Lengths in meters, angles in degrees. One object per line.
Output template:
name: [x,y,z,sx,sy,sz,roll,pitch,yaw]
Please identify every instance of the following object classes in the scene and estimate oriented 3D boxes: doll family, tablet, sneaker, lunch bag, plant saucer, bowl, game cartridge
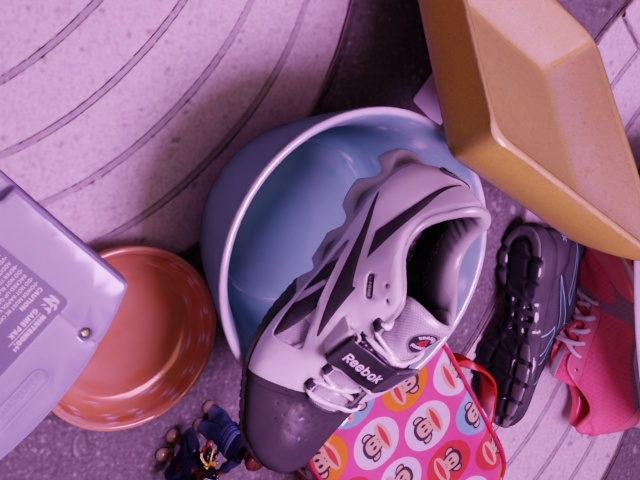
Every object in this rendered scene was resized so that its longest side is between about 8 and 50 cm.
doll family: [-0.125,0.261,1.214,0.076,0.111,0.193,11,101,-36]
tablet: [0.144,-0.176,1.288,0.054,0.006,0.083,41,84,-37]
sneaker: [0.040,0.081,1.033,0.122,0.146,0.330,23,96,-38]
lunch bag: [0.101,0.232,1.346,0.258,0.120,0.293,-38,124,-16]
plant saucer: [-0.202,0.096,1.147,0.200,0.037,0.200,-13,115,-29]
sneaker: [0.272,0.111,1.425,0.106,0.101,0.267,1,108,-36]
sneaker: [0.364,0.131,1.487,0.136,0.116,0.313,-18,112,-5]
bowl: [0.000,0.000,1.163,0.312,0.163,0.311,-12,113,-29]
game cartridge: [-0.326,0.100,1.027,0.294,0.060,0.196,-47,112,-4]
plant saucer: [0.214,-0.152,1.195,0.081,0.332,0.333,-29,141,30]

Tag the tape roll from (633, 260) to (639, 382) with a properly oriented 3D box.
tape roll: [0.466,0.074,1.426,0.392,0.072,0.392,6,83,-63]
